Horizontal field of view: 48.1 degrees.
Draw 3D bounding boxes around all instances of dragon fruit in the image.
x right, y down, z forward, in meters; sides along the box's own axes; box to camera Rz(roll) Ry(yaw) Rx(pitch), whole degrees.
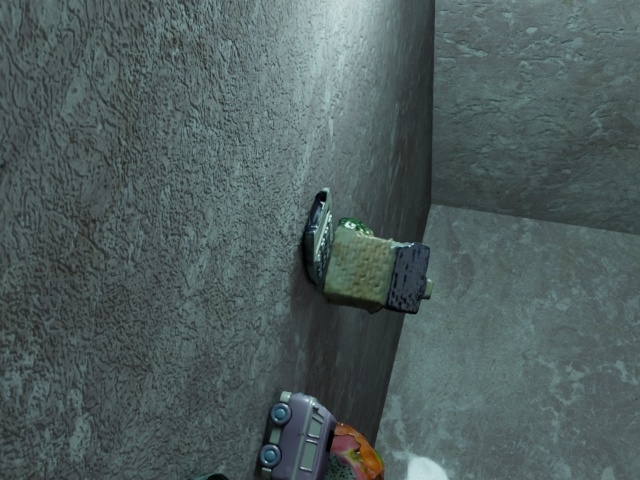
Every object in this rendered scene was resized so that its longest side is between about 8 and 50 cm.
[{"bbox_3d":[0.026,0.588,1.751,0.189,0.290,0.291,58,43,-70],"label":"dragon fruit"}]

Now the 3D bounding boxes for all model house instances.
[{"bbox_3d":[0.167,0.089,1.948,0.298,0.284,0.243,25,81,-81],"label":"model house"}]

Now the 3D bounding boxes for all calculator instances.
[{"bbox_3d":[0.000,0.000,1.735,0.268,0.040,0.177,79,25,-57],"label":"calculator"}]

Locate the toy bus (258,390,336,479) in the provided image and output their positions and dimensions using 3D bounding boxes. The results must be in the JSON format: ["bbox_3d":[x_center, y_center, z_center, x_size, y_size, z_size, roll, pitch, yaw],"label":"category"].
[{"bbox_3d":[-0.047,0.457,1.640,0.142,0.142,0.203,64,38,-66],"label":"toy bus"}]

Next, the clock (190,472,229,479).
[{"bbox_3d":[-0.177,0.501,1.180,0.226,0.049,0.226,-16,90,-78],"label":"clock"}]
